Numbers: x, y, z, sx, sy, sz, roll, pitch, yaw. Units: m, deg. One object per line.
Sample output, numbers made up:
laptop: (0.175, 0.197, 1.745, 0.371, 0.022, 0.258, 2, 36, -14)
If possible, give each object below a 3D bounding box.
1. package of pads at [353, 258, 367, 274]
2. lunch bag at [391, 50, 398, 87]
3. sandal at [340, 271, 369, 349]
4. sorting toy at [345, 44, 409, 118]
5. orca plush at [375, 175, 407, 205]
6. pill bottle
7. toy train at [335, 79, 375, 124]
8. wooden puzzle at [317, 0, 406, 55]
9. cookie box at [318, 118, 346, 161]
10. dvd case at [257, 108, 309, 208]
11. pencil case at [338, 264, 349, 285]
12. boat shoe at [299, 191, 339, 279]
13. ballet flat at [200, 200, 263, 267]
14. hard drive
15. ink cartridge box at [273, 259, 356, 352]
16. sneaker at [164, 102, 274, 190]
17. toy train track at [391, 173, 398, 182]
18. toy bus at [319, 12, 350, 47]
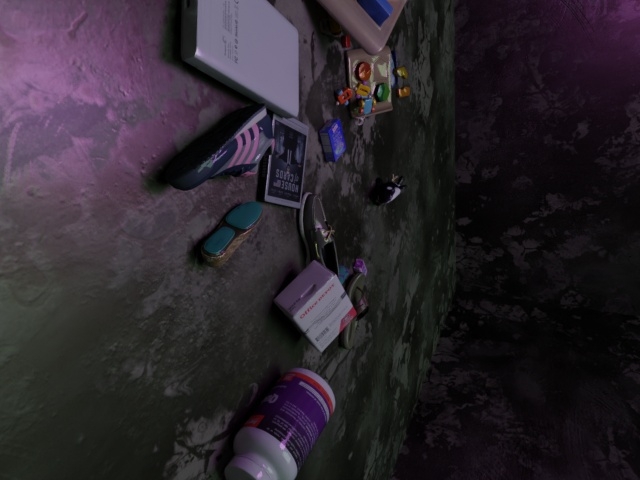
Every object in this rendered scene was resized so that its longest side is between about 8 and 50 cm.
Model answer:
package of pads: (0.161, 0.116, 1.683, 0.050, 0.031, 0.083, -68, 148, -33)
lunch bag: (0.252, -0.669, 1.643, 0.151, 0.096, 0.129, -61, 144, -59)
sandal: (0.145, 0.274, 1.625, 0.120, 0.086, 0.303, 14, 83, -62)
sorting toy: (0.221, -0.583, 1.524, 0.307, 0.041, 0.229, -24, 117, -32)
orca plush: (0.293, -0.239, 1.794, 0.102, 0.151, 0.287, 57, 40, -5)
pill bottle: (-0.102, 0.501, 1.098, 0.323, 0.181, 0.182, -42, 132, -52)
toy train: (0.117, -0.479, 1.430, 0.125, 0.046, 0.166, -41, 140, 8)
wooden puzzle: (0.122, -0.762, 1.221, 0.322, 0.080, 0.348, 38, 58, -21)
cookie box: (0.040, -0.323, 1.353, 0.092, 0.040, 0.107, -56, 142, -41)
dvd case: (-0.097, -0.213, 1.128, 0.179, 0.029, 0.239, 5, 90, -62)
pencil case: (0.045, 0.153, 1.435, 0.070, 0.064, 0.152, 55, 46, -30)
boat shoe: (0.002, -0.002, 1.291, 0.109, 0.091, 0.305, -41, 131, -53)
ballet flat: (-0.201, -0.014, 0.950, 0.206, 0.073, 0.067, -50, 165, -43)
hard drive: (-0.157, -0.437, 0.923, 0.353, 0.047, 0.233, 6, 83, -61)
ink cartridge box: (-0.009, 0.198, 1.240, 0.172, 0.100, 0.237, -45, 140, -14)
sneaker: (-0.185, -0.171, 0.880, 0.319, 0.112, 0.131, -55, 138, -41)
toy train track: (0.356, -0.296, 1.992, 0.083, 0.014, 0.048, -38, 128, -55)
toy bus: (0.094, -0.716, 1.310, 0.191, 0.104, 0.202, 11, 85, -62)
